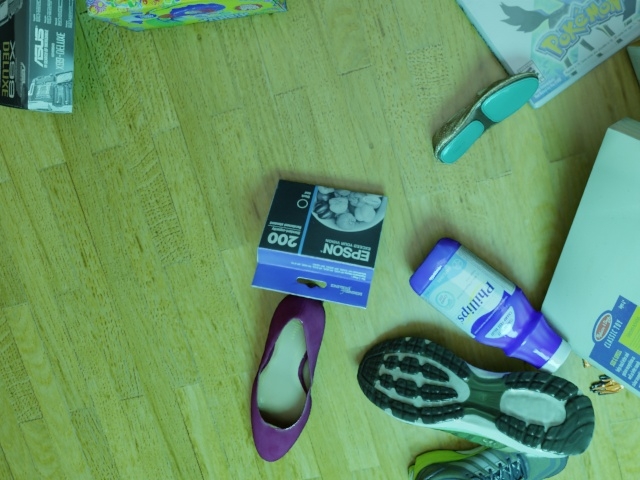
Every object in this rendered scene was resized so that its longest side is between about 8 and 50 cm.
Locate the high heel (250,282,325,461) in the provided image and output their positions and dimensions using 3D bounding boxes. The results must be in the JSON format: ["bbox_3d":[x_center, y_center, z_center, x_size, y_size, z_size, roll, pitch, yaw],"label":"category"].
[{"bbox_3d":[-0.075,0.267,1.074,0.127,0.181,0.377,11,102,7],"label":"high heel"}]

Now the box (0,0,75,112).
[{"bbox_3d":[-0.502,-0.381,1.010,0.242,0.076,0.307,19,106,45],"label":"box"}]

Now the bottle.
[{"bbox_3d":[0.293,0.118,1.015,0.283,0.092,0.118,39,110,10],"label":"bottle"}]

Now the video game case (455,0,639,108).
[{"bbox_3d":[0.402,-0.433,0.948,0.329,0.036,0.300,-36,93,13],"label":"video game case"}]

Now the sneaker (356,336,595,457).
[{"bbox_3d":[0.258,0.303,1.049,0.410,0.182,0.158,13,59,27],"label":"sneaker"}]

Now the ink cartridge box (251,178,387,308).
[{"bbox_3d":[0.000,0.000,1.026,0.206,0.045,0.208,10,63,7],"label":"ink cartridge box"}]

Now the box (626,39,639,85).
[{"bbox_3d":[0.607,-0.233,0.785,0.215,0.345,0.168,-25,105,12],"label":"box"}]

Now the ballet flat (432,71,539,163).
[{"bbox_3d":[0.267,-0.217,0.989,0.206,0.067,0.073,-39,130,17],"label":"ballet flat"}]

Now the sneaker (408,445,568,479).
[{"bbox_3d":[0.308,0.438,1.077,0.300,0.121,0.111,-22,97,12],"label":"sneaker"}]

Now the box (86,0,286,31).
[{"bbox_3d":[-0.226,-0.513,0.959,0.290,0.177,0.279,-5,101,10],"label":"box"}]

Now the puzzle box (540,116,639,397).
[{"bbox_3d":[0.486,0.057,0.851,0.272,0.052,0.409,38,143,35],"label":"puzzle box"}]

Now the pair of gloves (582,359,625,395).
[{"bbox_3d":[0.520,0.240,1.066,0.074,0.010,0.083,-17,95,13],"label":"pair of gloves"}]
